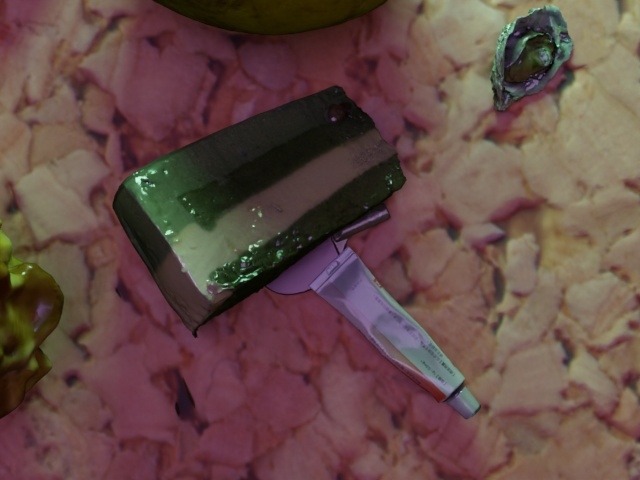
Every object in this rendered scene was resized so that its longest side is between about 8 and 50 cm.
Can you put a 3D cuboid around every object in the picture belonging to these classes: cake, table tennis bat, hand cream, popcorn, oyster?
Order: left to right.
[{"bbox_3d":[-0.393,0.072,1.062,0.332,0.265,0.225,-16,65,39],"label":"popcorn"},{"bbox_3d":[-0.057,-0.044,1.084,0.284,0.172,0.158,-33,85,-1],"label":"cake"},{"bbox_3d":[0.000,0.000,1.165,0.156,0.013,0.087,-25,85,2],"label":"table tennis bat"},{"bbox_3d":[0.082,0.104,1.146,0.216,0.038,0.052,46,61,5],"label":"hand cream"},{"bbox_3d":[0.219,-0.194,1.161,0.100,0.037,0.098,-18,107,-19],"label":"oyster"}]

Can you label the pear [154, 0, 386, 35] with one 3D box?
[{"bbox_3d":[-0.057,-0.333,1.058,0.375,0.287,0.287,-13,88,15],"label":"pear"}]
